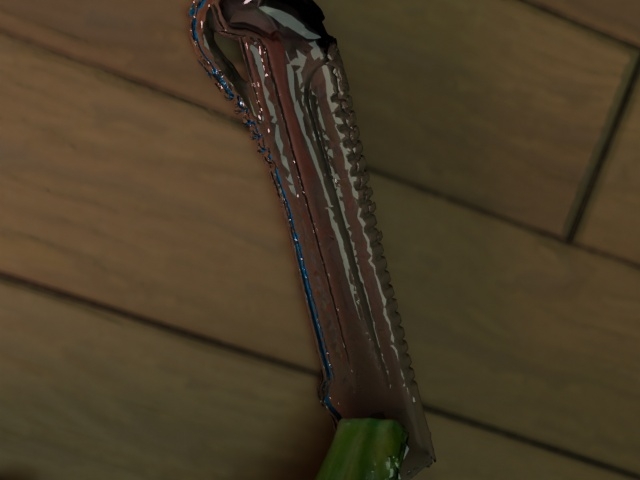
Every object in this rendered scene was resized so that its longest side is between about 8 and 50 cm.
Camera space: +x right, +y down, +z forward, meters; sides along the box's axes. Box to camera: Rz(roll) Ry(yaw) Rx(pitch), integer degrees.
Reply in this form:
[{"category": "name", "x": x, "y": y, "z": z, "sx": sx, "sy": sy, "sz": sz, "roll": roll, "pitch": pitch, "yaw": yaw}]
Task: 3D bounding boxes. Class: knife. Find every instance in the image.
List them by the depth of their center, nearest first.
[{"category": "knife", "x": 0.002, "y": -0.002, "z": 0.987, "sx": 0.089, "sy": 0.043, "sz": 0.365, "roll": -10, "pitch": 107, "yaw": 22}]

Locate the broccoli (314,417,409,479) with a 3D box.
[{"category": "broccoli", "x": 0.020, "y": 0.206, "z": 0.963, "sx": 0.219, "sy": 0.194, "sz": 0.194, "roll": 29, "pitch": 92, "yaw": -50}]
